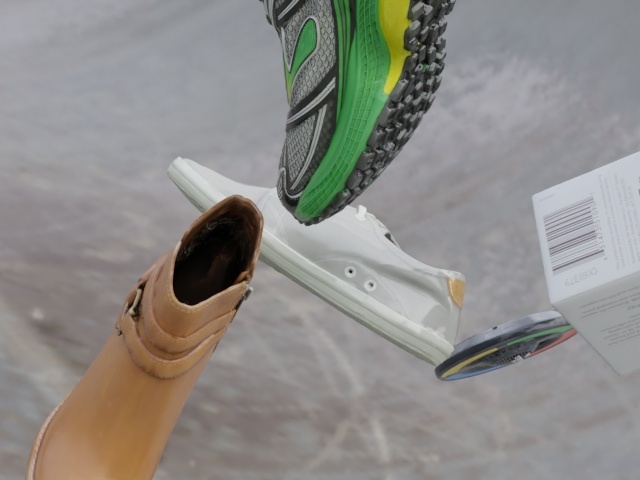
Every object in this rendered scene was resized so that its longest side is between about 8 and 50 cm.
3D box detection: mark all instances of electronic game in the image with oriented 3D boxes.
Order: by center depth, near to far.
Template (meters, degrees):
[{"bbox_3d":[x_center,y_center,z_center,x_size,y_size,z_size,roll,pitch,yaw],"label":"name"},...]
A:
[{"bbox_3d":[0.276,0.157,2.243,0.229,0.229,0.048,4,62,-56],"label":"electronic game"}]

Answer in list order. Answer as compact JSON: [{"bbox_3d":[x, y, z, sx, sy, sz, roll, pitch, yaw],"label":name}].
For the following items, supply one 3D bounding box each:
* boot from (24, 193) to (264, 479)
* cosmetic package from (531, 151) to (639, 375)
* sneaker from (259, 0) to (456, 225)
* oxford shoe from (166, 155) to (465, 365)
[{"bbox_3d":[-0.132,0.110,1.225,0.109,0.220,0.283,33,52,-5],"label":"boot"},{"bbox_3d":[0.344,0.026,1.671,0.184,0.151,0.151,41,34,-45],"label":"cosmetic package"},{"bbox_3d":[0.019,-0.161,1.186,0.146,0.343,0.134,28,39,16],"label":"sneaker"},{"bbox_3d":[0.000,0.000,1.977,0.449,0.130,0.169,30,-3,19],"label":"oxford shoe"}]
